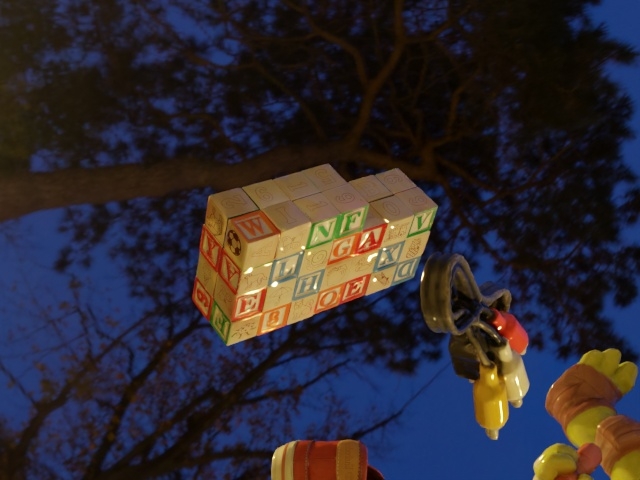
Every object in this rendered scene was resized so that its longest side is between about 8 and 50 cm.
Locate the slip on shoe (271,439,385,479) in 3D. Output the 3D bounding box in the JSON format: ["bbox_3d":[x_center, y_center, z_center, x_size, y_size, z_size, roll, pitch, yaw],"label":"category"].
[{"bbox_3d":[0.053,0.318,1.015,0.101,0.123,0.331,-14,-50,15],"label":"slip on shoe"}]

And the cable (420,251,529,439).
[{"bbox_3d":[0.153,0.071,0.879,0.072,0.140,0.287,11,-26,20],"label":"cable"}]

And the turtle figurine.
[{"bbox_3d":[0.202,0.152,0.487,0.269,0.217,0.087,19,-72,-9],"label":"turtle figurine"}]

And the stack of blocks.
[{"bbox_3d":[0.000,0.000,1.196,0.087,0.297,0.171,48,-40,33],"label":"stack of blocks"}]
